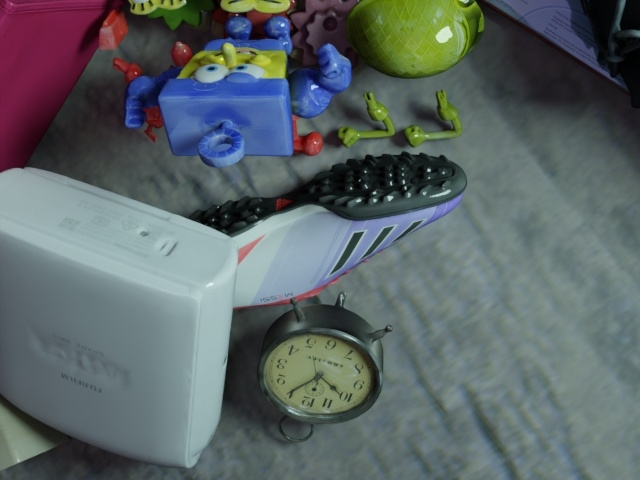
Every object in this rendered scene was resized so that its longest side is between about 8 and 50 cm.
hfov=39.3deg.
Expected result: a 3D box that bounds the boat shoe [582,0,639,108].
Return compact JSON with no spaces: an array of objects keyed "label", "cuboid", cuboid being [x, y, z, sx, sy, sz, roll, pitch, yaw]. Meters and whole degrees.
[{"label":"boat shoe","cuboid":[0.301,-0.190,0.751,0.500,0.187,0.156,36,99,-5]}]

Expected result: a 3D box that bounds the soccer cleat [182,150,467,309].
[{"label":"soccer cleat","cuboid":[0.000,0.000,0.915,0.318,0.108,0.116,-16,118,11]}]

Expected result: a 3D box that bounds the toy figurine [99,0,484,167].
[{"label":"toy figurine","cuboid":[-0.040,-0.111,0.799,0.363,0.217,0.191,3,127,7]}]

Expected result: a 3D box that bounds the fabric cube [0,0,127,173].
[{"label":"fabric cube","cuboid":[-0.387,-0.193,0.840,0.259,0.254,0.258,38,107,-1]}]

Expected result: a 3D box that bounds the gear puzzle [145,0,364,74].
[{"label":"gear puzzle","cuboid":[-0.100,-0.274,0.851,0.339,0.044,0.175,15,118,-3]}]

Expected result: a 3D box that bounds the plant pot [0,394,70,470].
[{"label":"plant pot","cuboid":[-0.370,0.212,1.009,0.109,0.109,0.096,-25,85,13]}]

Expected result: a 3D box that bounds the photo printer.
[{"label":"photo printer","cuboid":[-0.216,0.097,0.907,0.256,0.107,0.307,20,132,9]}]

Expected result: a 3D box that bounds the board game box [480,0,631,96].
[{"label":"board game box","cuboid":[0.229,-0.268,0.851,0.281,0.027,0.145,33,106,1]}]

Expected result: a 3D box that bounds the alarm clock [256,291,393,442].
[{"label":"alarm clock","cuboid":[-0.005,0.143,0.950,0.129,0.064,0.192,17,119,-6]}]
